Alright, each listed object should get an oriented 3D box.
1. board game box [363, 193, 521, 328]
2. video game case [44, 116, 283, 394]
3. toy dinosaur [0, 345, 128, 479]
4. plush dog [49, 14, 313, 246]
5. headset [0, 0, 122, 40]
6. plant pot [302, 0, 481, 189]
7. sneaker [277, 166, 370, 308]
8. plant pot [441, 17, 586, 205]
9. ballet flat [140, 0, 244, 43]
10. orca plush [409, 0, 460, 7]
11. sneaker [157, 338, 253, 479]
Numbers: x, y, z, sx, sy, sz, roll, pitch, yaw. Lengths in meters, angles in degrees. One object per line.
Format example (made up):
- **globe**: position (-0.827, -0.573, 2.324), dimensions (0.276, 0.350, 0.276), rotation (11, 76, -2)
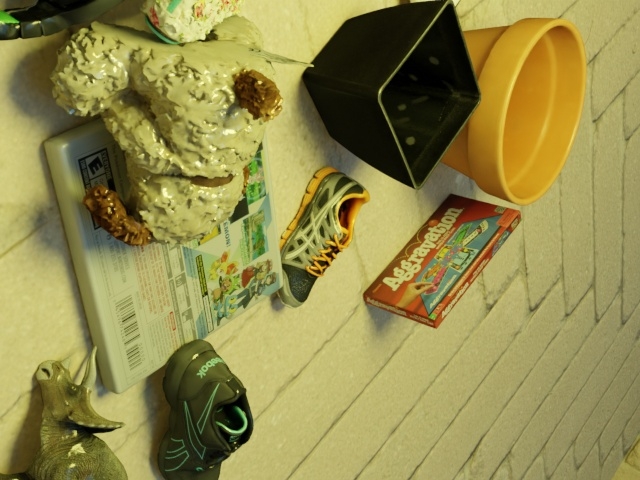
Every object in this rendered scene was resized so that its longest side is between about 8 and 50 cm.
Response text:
- **board game box**: position (0.211, 0.027, 1.492), dimensions (0.281, 0.145, 0.027), rotation (-47, 135, -30)
- **video game case**: position (-0.171, -0.020, 1.071), dimensions (0.300, 0.036, 0.329), rotation (-33, 129, -40)
- **toy dinosaur**: position (-0.279, 0.295, 1.004), dimensions (0.160, 0.121, 0.313), rotation (-24, 121, -29)
- **plush dog**: position (-0.132, -0.097, 0.919), dimensions (0.262, 0.211, 0.225), rotation (-22, 138, -45)
- **headset**: position (-0.231, -0.332, 0.803), dimensions (0.394, 0.185, 0.243), rotation (-21, 127, -29)
- **plant pot**: position (0.089, -0.212, 1.208), dimensions (0.187, 0.167, 0.188), rotation (-54, 142, -22)
- **sneaker**: position (0.000, 0.000, 1.260), dimensions (0.084, 0.083, 0.214), rotation (22, 89, -55)
- **plant pot**: position (0.273, -0.222, 1.407), dimensions (0.291, 0.203, 0.290), rotation (-28, 128, -44)
- **ballet flat**: position (-0.112, -0.271, 0.903), dimensions (0.077, 0.091, 0.241), rotation (-46, -163, 29)
- **orca plush**: position (0.178, -0.471, 1.305), dimensions (0.151, 0.102, 0.287), rotation (-6, 104, -4)
- **sneaker**: position (-0.149, 0.256, 1.145), dimensions (0.101, 0.106, 0.267), rotation (-36, 143, -40)
